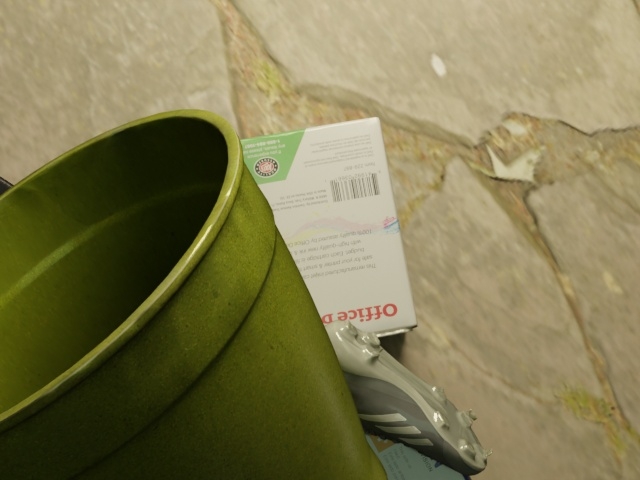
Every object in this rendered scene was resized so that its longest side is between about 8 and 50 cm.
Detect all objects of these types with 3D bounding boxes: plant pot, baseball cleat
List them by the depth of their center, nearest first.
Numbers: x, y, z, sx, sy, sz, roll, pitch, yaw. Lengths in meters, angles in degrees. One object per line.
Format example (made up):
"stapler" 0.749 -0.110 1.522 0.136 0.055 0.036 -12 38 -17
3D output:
"plant pot" -0.127 0.145 0.997 0.366 0.366 0.353 -38 119 -6
"baseball cleat" 0.060 0.163 1.164 0.206 0.072 0.109 44 113 -6

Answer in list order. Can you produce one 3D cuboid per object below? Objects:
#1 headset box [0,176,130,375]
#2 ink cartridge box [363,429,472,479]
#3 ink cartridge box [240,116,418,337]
"headset box" -0.333 0.065 1.141 0.283 0.131 0.246 36 83 -20
"ink cartridge box" 0.030 0.364 1.194 0.330 0.071 0.324 -28 85 -8
"ink cartridge box" 0.000 0.000 1.217 0.154 0.093 0.212 -10 83 -3
